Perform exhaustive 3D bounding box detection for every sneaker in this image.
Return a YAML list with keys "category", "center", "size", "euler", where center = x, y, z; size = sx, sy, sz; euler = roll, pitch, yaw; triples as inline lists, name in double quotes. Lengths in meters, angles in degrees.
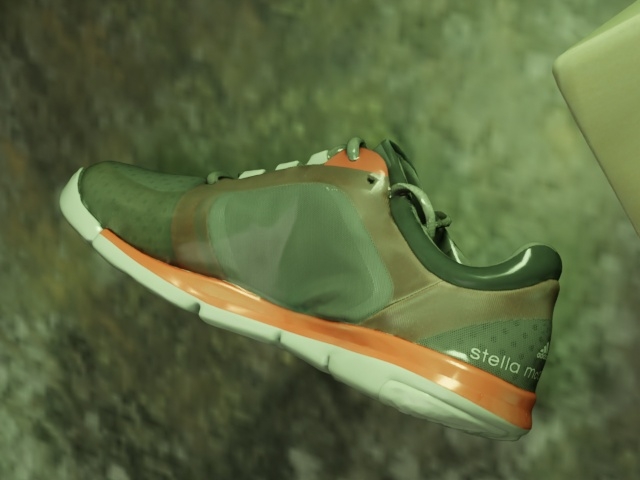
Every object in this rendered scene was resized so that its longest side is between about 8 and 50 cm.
- category: "sneaker"
  center: [0.000, 0.000, 0.507]
  size: [0.158, 0.061, 0.065]
  euler: [23, 90, 27]

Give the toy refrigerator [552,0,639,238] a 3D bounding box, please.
- category: "toy refrigerator"
  center: [0.186, -0.055, 0.323]
  size: [0.269, 0.094, 0.102]
  euler: [-27, 95, 39]
